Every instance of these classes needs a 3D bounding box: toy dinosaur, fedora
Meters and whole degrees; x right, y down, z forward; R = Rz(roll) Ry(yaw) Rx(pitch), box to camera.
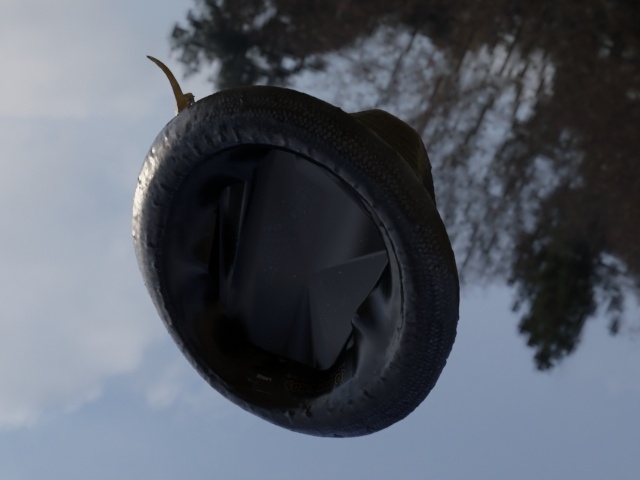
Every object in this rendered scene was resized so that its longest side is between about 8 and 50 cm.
[{"bbox_3d":[-0.136,-0.114,1.366,0.053,0.183,0.092,11,-148,15],"label":"toy dinosaur"},{"bbox_3d":[0.000,0.000,1.119,0.334,0.334,0.152,28,-139,17],"label":"fedora"}]
